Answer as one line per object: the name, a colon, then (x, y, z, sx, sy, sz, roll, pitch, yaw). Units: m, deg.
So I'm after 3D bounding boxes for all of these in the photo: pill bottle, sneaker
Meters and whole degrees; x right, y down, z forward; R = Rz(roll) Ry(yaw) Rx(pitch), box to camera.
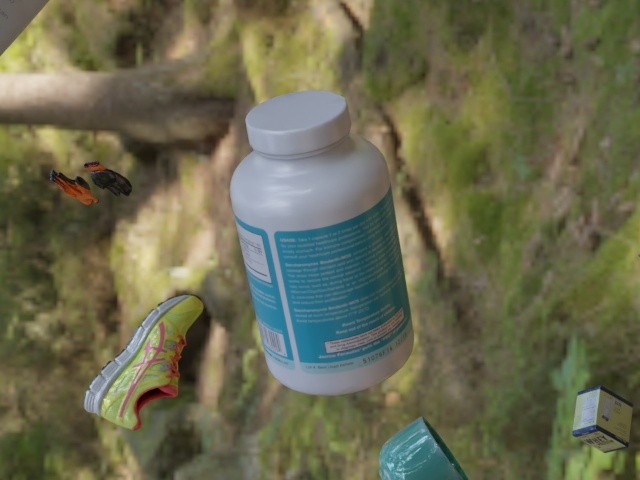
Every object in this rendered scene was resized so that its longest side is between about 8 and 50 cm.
pill bottle: (0.000, 0.000, 1.259, 0.146, 0.146, 0.264, -86, -12, -61)
sneaker: (-0.213, 0.164, 1.801, 0.208, 0.094, 0.081, -52, -16, -15)

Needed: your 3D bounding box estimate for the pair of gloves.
pair of gloves: (-0.256, -0.065, 1.526, 0.074, 0.083, 0.010, 40, -134, -49)

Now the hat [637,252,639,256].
hat: (0.600, 0.086, 1.935, 0.173, 0.208, 0.183, -31, 60, 51)

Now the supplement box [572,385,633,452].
supplement box: (0.483, 0.307, 2.343, 0.056, 0.083, 0.083, -28, 40, 50)

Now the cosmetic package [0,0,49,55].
cosmetic package: (-0.357, -0.233, 1.256, 0.230, 0.161, 0.453, -26, 27, 44)

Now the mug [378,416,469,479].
mug: (0.151, 0.344, 1.968, 0.157, 0.097, 0.129, 56, -176, 19)
